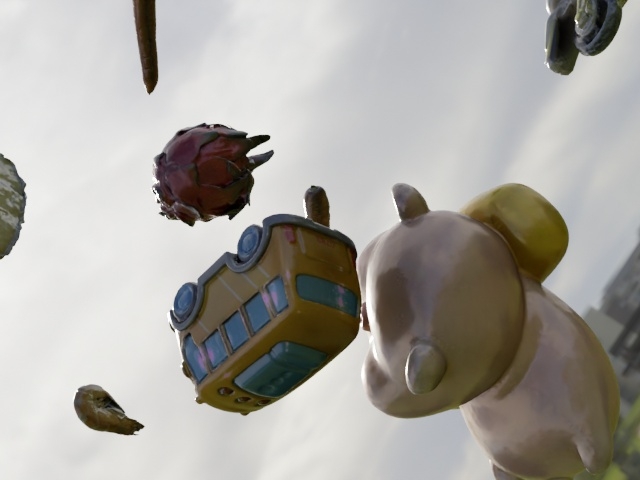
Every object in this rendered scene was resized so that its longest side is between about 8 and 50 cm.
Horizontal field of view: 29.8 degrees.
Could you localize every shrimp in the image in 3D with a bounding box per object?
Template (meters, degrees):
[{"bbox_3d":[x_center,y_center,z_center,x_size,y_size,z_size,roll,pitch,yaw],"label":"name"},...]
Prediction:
[{"bbox_3d":[-0.243,0.194,1.382,0.023,0.059,0.108,-32,-31,22],"label":"shrimp"}]

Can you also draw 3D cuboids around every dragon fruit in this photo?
[{"bbox_3d":[-0.221,-0.139,2.384,0.274,0.193,0.192,-37,25,5],"label":"dragon fruit"}]

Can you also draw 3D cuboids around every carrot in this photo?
[{"bbox_3d":[-0.001,0.001,1.644,0.036,0.036,0.165,-37,-50,-48],"label":"carrot"},{"bbox_3d":[-0.243,-0.298,1.691,0.037,0.037,0.190,-33,-52,-53],"label":"carrot"}]

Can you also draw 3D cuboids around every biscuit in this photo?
[{"bbox_3d":[-0.454,-0.077,1.576,0.040,0.265,0.188,-41,-26,22],"label":"biscuit"}]

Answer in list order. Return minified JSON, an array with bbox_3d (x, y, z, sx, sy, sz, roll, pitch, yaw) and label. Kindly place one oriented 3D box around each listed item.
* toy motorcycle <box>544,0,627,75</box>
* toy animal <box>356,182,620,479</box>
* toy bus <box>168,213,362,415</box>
[{"bbox_3d":[0.404,-0.415,1.825,0.223,0.108,0.340,-27,48,63],"label":"toy motorcycle"},{"bbox_3d":[0.136,0.117,1.290,0.247,0.345,0.277,2,-26,-45],"label":"toy animal"},{"bbox_3d":[-0.054,0.084,1.208,0.126,0.136,0.209,22,-50,-38],"label":"toy bus"}]
